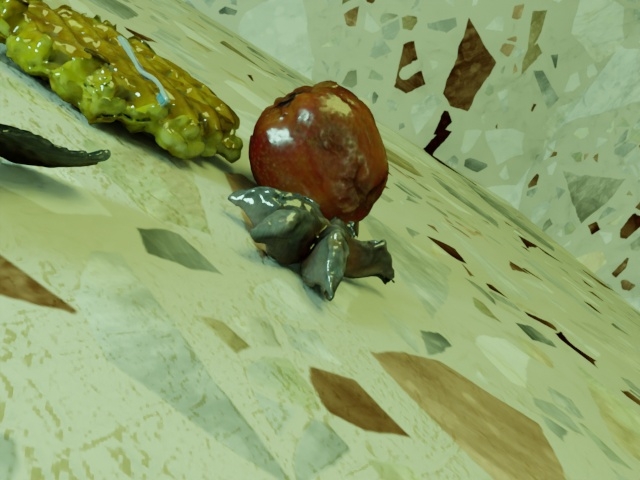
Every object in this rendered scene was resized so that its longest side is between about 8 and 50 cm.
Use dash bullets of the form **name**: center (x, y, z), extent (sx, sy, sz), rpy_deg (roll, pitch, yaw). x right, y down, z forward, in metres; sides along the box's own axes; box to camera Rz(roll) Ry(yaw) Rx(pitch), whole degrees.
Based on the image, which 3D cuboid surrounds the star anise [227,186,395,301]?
- **star anise**: center (-0.011, -0.010, 0.722), extent (0.172, 0.063, 0.208), rpy_deg (38, 16, 19)

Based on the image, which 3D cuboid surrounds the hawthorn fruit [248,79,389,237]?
- **hawthorn fruit**: center (0.001, -0.108, 0.866), extent (0.179, 0.173, 0.173), rpy_deg (27, 16, -21)

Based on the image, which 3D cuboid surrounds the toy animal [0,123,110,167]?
- **toy animal**: center (-0.257, -0.103, 0.399), extent (0.197, 0.272, 0.160), rpy_deg (-5, 42, -3)

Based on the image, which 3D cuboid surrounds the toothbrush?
- **toothbrush**: center (-0.187, -0.181, 0.729), extent (0.131, 0.013, 0.011), rpy_deg (53, 10, 33)

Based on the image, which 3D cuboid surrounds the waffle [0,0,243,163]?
- **waffle**: center (-0.230, -0.195, 0.830), extent (0.325, 0.068, 0.302), rpy_deg (31, 15, -5)
